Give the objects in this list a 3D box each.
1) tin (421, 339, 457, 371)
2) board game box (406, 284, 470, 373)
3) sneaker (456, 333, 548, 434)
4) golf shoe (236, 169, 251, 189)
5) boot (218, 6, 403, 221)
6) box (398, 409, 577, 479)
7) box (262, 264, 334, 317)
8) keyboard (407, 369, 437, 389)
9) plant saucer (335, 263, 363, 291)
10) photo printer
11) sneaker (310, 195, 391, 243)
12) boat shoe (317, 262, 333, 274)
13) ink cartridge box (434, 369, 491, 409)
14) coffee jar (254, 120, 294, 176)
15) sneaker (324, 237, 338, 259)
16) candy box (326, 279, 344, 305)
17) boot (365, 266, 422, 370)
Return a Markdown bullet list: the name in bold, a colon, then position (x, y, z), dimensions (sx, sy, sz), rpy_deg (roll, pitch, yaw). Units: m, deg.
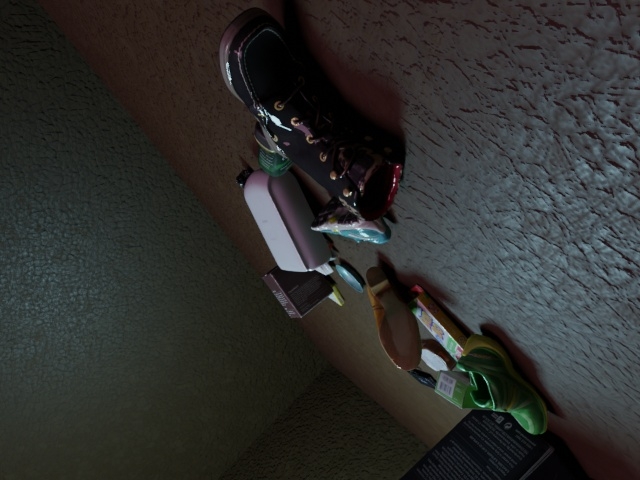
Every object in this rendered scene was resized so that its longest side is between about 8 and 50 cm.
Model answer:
- **tin**: position (0.345, 0.350, 1.660), dimensions (0.106, 0.040, 0.190), rpy_deg (50, 167, 5)
- **board game box**: position (0.310, 0.224, 1.381), dimensions (0.259, 0.039, 0.124), rpy_deg (51, 168, 10)
- **sneaker**: position (0.407, 0.344, 1.258), dimensions (0.296, 0.123, 0.109), rpy_deg (49, 166, -14)
- **golf shoe**: position (-0.197, -0.149, 1.819), dimensions (0.198, 0.077, 0.094), rpy_deg (54, 177, -1)
- **boot**: position (-0.005, -0.194, 0.935), dimensions (0.284, 0.138, 0.377), rpy_deg (42, 170, 23)
- **box**: position (0.487, 0.800, 1.532), dimensions (0.480, 0.471, 0.297), rpy_deg (52, 171, -21)
- **box**: position (-0.088, 0.166, 2.091), dimensions (0.203, 0.167, 0.168), rpy_deg (55, 162, -3)
- **keyboard**: position (0.377, 0.506, 2.037), dimensions (0.108, 0.023, 0.180), rpy_deg (42, 166, -8)
- **plant saucer**: position (0.099, 0.115, 1.758), dimensions (0.119, 0.021, 0.119), rpy_deg (43, 167, 13)
- **photo printer**: position (-0.107, -0.065, 1.566), dimensions (0.308, 0.107, 0.256), rpy_deg (65, 159, -10)
- **sneaker**: position (0.064, -0.037, 1.273), dimensions (0.110, 0.107, 0.275), rpy_deg (42, 170, -23)
- **boat shoe**: position (-0.062, 0.066, 1.941), dimensions (0.277, 0.096, 0.098), rpy_deg (31, 159, 47)
- **ink cartridge box**: position (0.410, 0.384, 1.407), dimensions (0.209, 0.062, 0.109), rpy_deg (12, -177, -27)
- **coffee jar**: position (-0.096, -0.220, 1.229), dimensions (0.079, 0.096, 0.184), rpy_deg (41, 167, 9)
- **sneaker**: position (0.000, 0.000, 1.687), dimensions (0.075, 0.057, 0.161), rpy_deg (3, 136, 45)
- **candy box**: position (0.012, 0.181, 2.196), dimensions (0.205, 0.027, 0.105), rpy_deg (30, 159, 51)
- **boot**: position (0.203, 0.219, 1.453), dimensions (0.211, 0.104, 0.295), rpy_deg (56, -167, -60)
